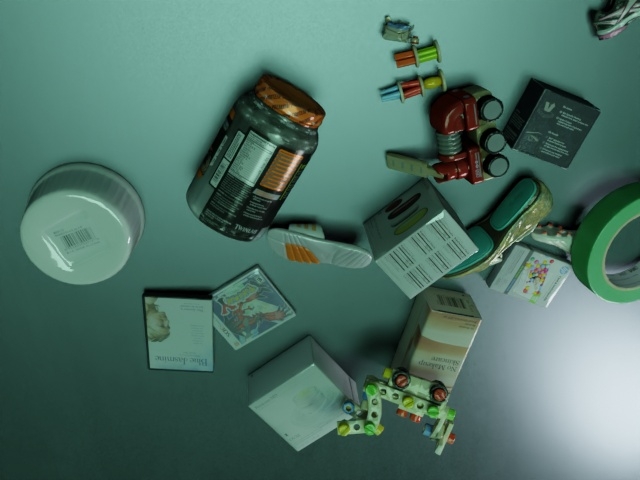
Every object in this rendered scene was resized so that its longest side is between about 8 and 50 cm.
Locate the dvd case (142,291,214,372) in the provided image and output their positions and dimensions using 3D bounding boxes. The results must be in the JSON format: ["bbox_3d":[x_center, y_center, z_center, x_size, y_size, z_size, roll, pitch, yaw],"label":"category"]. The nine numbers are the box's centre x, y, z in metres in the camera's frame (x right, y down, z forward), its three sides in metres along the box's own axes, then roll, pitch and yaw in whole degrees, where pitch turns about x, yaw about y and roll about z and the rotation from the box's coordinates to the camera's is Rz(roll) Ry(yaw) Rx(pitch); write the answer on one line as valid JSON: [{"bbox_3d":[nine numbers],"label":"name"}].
[{"bbox_3d":[-0.375,0.247,1.870,0.180,0.022,0.253,3,121,-2],"label":"dvd case"}]

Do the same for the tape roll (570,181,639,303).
[{"bbox_3d":[0.805,0.008,1.813,0.321,0.077,0.321,-9,121,-15],"label":"tape roll"}]

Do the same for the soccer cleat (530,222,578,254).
[{"bbox_3d":[0.639,0.002,1.836,0.196,0.068,0.076,2,121,-10],"label":"soccer cleat"}]

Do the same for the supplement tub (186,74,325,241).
[{"bbox_3d":[-0.142,-0.182,1.573,0.207,0.207,0.338,26,112,-18],"label":"supplement tub"}]

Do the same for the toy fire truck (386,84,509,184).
[{"bbox_3d":[0.286,-0.231,1.643,0.246,0.158,0.217,-19,119,-8],"label":"toy fire truck"}]

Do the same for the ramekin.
[{"bbox_3d":[-0.561,-0.030,1.652,0.277,0.135,0.277,-2,119,-5],"label":"ramekin"}]

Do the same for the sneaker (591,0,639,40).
[{"bbox_3d":[0.682,-0.525,1.556,0.178,0.072,0.077,-36,105,7],"label":"sneaker"}]

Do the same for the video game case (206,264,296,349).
[{"bbox_3d":[-0.197,0.181,1.867,0.201,0.023,0.183,-31,117,11],"label":"video game case"}]

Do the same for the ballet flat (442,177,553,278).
[{"bbox_3d":[0.450,-0.009,1.788,0.123,0.123,0.348,36,109,-22],"label":"ballet flat"}]

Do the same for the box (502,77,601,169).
[{"bbox_3d":[0.540,-0.274,1.659,0.156,0.093,0.158,18,116,-14],"label":"box"}]

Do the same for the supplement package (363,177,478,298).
[{"bbox_3d":[0.238,-0.010,1.712,0.203,0.194,0.149,-38,116,13],"label":"supplement package"}]

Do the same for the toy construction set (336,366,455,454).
[{"bbox_3d":[0.220,0.449,1.839,0.328,0.151,0.215,19,92,-11],"label":"toy construction set"}]

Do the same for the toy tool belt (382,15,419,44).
[{"bbox_3d":[0.179,-0.461,1.543,0.083,0.052,0.051,12,106,11],"label":"toy tool belt"}]

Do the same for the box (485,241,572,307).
[{"bbox_3d":[0.560,0.090,1.890,0.186,0.038,0.145,19,115,-16],"label":"box"}]

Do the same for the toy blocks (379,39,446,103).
[{"bbox_3d":[0.201,-0.376,1.592,0.148,0.054,0.123,-15,119,3],"label":"toy blocks"}]

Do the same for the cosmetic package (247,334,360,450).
[{"bbox_3d":[-0.047,0.424,1.950,0.224,0.138,0.224,-35,115,13],"label":"cosmetic package"}]

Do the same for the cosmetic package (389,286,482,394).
[{"bbox_3d":[0.308,0.287,1.916,0.153,0.129,0.296,10,117,-10],"label":"cosmetic package"}]

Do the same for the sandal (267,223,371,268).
[{"bbox_3d":[-0.001,0.007,1.763,0.265,0.076,0.102,12,139,1],"label":"sandal"}]
